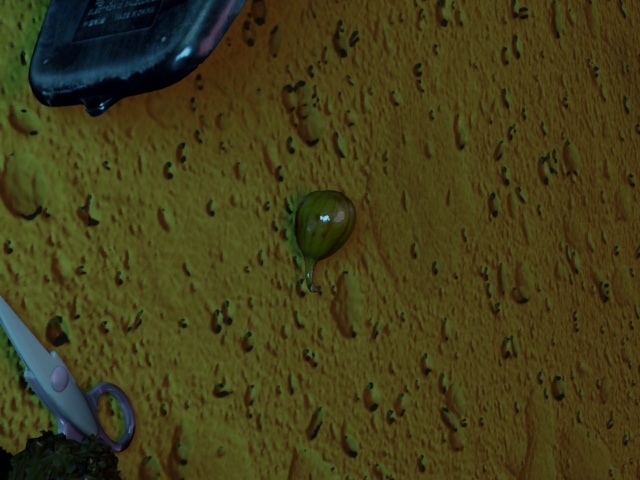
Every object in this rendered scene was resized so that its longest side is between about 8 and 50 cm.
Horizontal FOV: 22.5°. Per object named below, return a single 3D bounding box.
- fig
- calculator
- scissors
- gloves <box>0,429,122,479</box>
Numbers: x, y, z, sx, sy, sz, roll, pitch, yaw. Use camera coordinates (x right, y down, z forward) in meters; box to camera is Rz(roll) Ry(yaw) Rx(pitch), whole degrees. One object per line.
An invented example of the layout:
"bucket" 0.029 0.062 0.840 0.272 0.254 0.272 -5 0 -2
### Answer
"fig" 0.000 0.000 1.279 0.050 0.050 0.083 17 85 -54
"calculator" -0.095 -0.185 1.028 0.040 0.177 0.268 44 53 -40
"scissors" -0.173 0.093 1.043 0.085 0.022 0.176 -60 138 -36
"gloves" -0.164 0.220 0.956 0.312 0.135 0.210 29 72 -48
